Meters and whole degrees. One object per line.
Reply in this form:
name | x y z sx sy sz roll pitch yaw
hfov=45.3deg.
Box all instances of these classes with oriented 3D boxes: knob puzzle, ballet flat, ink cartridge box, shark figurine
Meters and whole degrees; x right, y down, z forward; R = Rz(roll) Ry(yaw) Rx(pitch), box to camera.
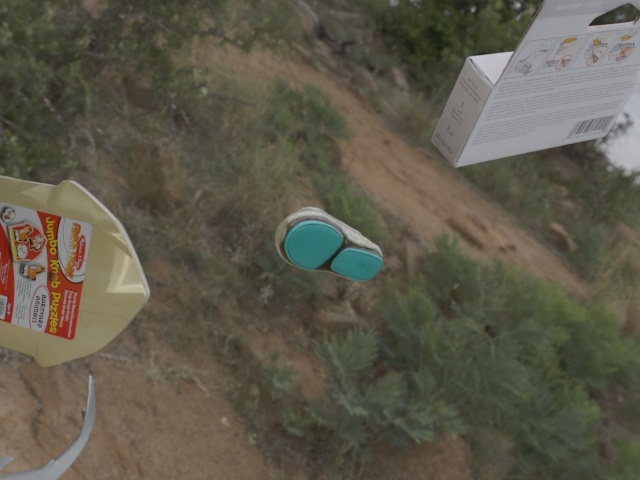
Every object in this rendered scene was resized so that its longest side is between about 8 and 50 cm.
knob puzzle | -0.260 0.034 0.776 0.213 0.213 0.030 40 12 6
ballet flat | 0.000 0.000 0.699 0.052 0.057 0.168 51 12 31
ink cartridge box | 0.315 -0.226 0.989 0.296 0.261 0.066 -14 55 -29
shark figurine | -0.388 0.278 0.911 0.116 0.278 0.166 78 -10 -49
